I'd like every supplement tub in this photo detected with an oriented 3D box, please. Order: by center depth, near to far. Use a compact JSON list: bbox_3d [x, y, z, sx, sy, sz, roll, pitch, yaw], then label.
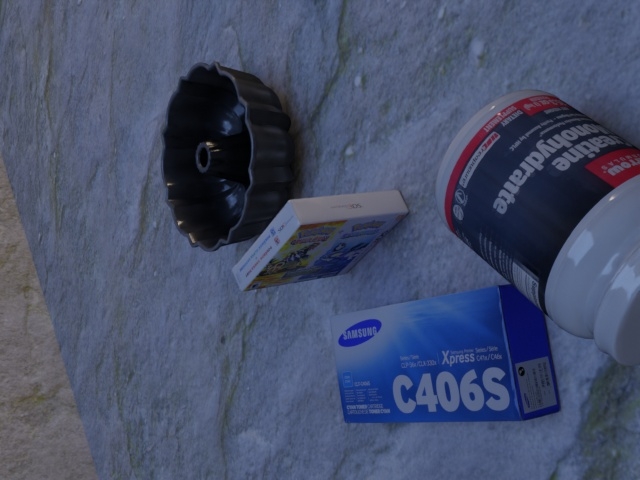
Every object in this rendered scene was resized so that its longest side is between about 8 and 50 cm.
[{"bbox_3d":[0.267,-0.020,0.886,0.272,0.191,0.191,46,128,41],"label":"supplement tub"}]

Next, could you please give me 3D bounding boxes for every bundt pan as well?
[{"bbox_3d":[-0.155,-0.147,1.503,0.330,0.124,0.331,7,99,54],"label":"bundt pan"}]

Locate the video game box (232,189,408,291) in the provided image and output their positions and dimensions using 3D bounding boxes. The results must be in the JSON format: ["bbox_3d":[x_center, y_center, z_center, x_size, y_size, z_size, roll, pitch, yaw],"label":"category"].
[{"bbox_3d":[0.000,0.000,1.239,0.187,0.205,0.048,-50,58,44],"label":"video game box"}]

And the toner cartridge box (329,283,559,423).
[{"bbox_3d":[0.152,0.161,1.155,0.347,0.075,0.165,-18,77,53],"label":"toner cartridge box"}]
